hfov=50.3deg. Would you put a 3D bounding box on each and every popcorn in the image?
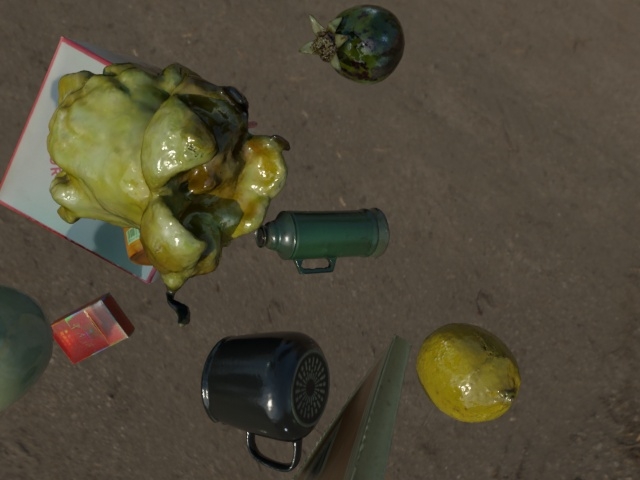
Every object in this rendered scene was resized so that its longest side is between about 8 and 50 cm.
[{"bbox_3d":[-0.107,-0.048,0.511,0.195,0.168,0.173,27,79,38],"label":"popcorn"}]

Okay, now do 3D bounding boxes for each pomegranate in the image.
[{"bbox_3d":[0.066,-0.342,1.170,0.148,0.169,0.148,0,91,34],"label":"pomegranate"}]

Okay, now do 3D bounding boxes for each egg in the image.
[{"bbox_3d":[-0.472,0.148,0.893,0.183,0.217,0.183,3,95,30],"label":"egg"}]

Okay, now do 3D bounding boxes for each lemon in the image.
[{"bbox_3d":[0.386,0.349,1.783,0.253,0.253,0.310,-30,31,-15],"label":"lemon"}]

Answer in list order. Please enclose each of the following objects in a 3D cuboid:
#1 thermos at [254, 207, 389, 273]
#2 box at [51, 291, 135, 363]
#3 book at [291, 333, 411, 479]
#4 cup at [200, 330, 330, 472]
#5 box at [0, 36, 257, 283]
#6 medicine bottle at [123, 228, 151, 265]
[{"bbox_3d":[-0.001,-0.004,0.953,0.187,0.083,0.073,-2,24,-29],"label":"thermos"},{"bbox_3d":[-0.537,0.207,1.594,0.175,0.048,0.112,-27,104,19],"label":"box"},{"bbox_3d":[-0.015,0.168,0.338,0.018,0.170,0.242,30,28,1],"label":"book"},{"bbox_3d":[-0.088,0.254,1.087,0.176,0.169,0.223,0,92,26],"label":"cup"},{"bbox_3d":[-0.334,-0.152,1.255,0.314,0.300,0.312,29,102,0],"label":"box"},{"bbox_3d":[-0.208,-0.071,0.856,0.096,0.096,0.192,-13,76,-6],"label":"medicine bottle"}]
